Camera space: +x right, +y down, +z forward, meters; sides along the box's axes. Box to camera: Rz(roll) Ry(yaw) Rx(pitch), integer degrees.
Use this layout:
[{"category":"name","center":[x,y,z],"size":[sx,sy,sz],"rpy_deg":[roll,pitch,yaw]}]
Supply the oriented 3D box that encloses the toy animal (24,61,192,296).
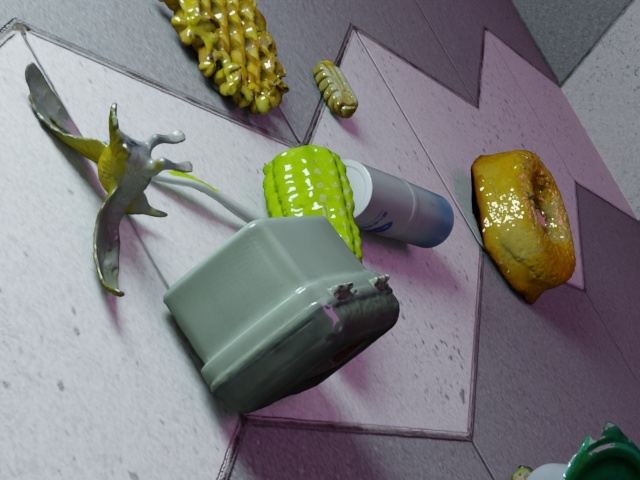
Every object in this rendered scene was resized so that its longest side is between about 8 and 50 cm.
[{"category":"toy animal","center":[-0.151,-0.050,1.157],"size":[0.155,0.095,0.219],"rpy_deg":[19,45,-54]}]

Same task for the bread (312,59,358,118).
[{"category":"bread","center":[0.017,-0.201,1.843],"size":[0.049,0.034,0.088],"rpy_deg":[-4,60,-52]}]

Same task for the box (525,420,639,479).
[{"category":"box","center":[0.285,0.369,1.475],"size":[0.336,0.264,0.106],"rpy_deg":[47,-19,-30]}]

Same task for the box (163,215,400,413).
[{"category":"box","center":[-0.030,0.060,1.218],"size":[0.129,0.148,0.210],"rpy_deg":[55,17,10]}]

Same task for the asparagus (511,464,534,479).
[{"category":"asparagus","center":[0.299,0.354,1.722],"size":[0.178,0.041,0.045],"rpy_deg":[54,13,-12]}]

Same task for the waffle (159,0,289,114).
[{"category":"waffle","center":[-0.113,-0.250,1.590],"size":[0.231,0.051,0.228],"rpy_deg":[58,17,-5]}]

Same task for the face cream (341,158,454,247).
[{"category":"face cream","center":[0.085,-0.042,1.716],"size":[0.250,0.077,0.077],"rpy_deg":[14,49,-61]}]

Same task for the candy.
[{"category":"candy","center":[0.000,0.000,1.440],"size":[0.097,0.097,0.209],"rpy_deg":[30,38,-53]}]

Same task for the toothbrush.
[{"category":"toothbrush","center":[-0.121,-0.048,1.325],"size":[0.022,0.026,0.263],"rpy_deg":[33,1,37]}]

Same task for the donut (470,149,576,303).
[{"category":"donut","center":[0.321,-0.026,2.214],"size":[0.253,0.118,0.253],"rpy_deg":[40,42,-49]}]
